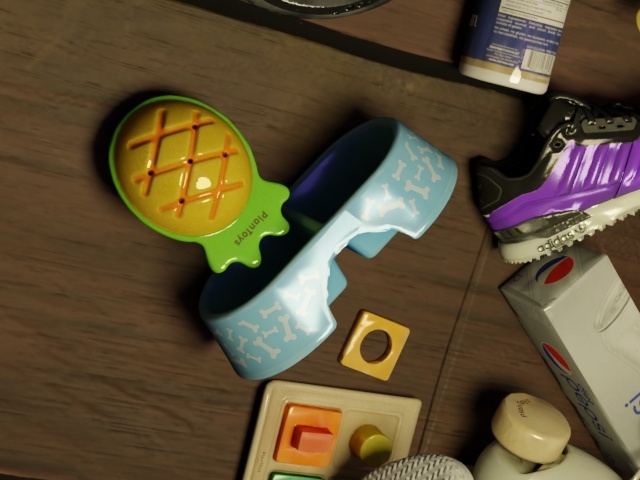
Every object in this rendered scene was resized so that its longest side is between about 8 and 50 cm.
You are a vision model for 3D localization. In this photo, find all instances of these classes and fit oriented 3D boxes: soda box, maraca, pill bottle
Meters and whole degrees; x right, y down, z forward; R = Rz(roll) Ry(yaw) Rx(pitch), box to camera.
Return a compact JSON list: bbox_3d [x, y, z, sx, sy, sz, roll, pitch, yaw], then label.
[{"bbox_3d":[0.318,0.136,1.735,0.098,0.091,0.286,-39,117,-12],"label":"soda box"},{"bbox_3d":[-0.113,-0.054,1.457,0.185,0.099,0.127,42,80,-5],"label":"maraca"},{"bbox_3d":[0.204,-0.239,1.575,0.094,0.094,0.169,10,99,-28],"label":"pill bottle"}]

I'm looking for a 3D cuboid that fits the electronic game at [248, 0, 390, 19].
[{"bbox_3d":[0.005,-0.292,1.430,0.229,0.048,0.229,-3,140,-3],"label":"electronic game"}]

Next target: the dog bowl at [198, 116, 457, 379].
[{"bbox_3d":[0.000,0.000,1.505,0.297,0.166,0.074,-47,114,-7],"label":"dog bowl"}]

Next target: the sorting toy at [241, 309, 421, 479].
[{"bbox_3d":[0.012,0.244,1.642,0.196,0.047,0.348,9,100,-28],"label":"sorting toy"}]

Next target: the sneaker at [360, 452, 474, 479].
[{"bbox_3d":[0.096,0.371,1.636,0.210,0.137,0.366,12,120,-37],"label":"sneaker"}]

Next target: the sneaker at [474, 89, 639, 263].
[{"bbox_3d":[0.291,-0.101,1.620,0.293,0.102,0.146,-29,106,5],"label":"sneaker"}]

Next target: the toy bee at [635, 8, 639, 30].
[{"bbox_3d":[0.410,-0.285,1.650,0.195,0.162,0.298,-9,127,-50],"label":"toy bee"}]

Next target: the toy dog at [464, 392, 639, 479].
[{"bbox_3d":[0.293,0.292,1.665,0.333,0.161,0.220,3,122,-1],"label":"toy dog"}]
